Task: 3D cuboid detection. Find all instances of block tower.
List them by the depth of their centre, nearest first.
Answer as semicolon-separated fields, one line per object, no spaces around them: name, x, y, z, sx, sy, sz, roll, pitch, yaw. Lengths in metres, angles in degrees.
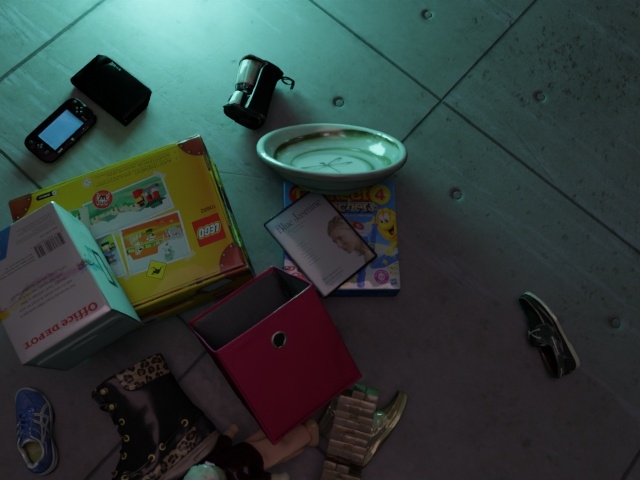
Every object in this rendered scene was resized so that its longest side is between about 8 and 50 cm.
block tower;0.057;0.506;1.353;0.090;0.097;0.336;13;88;9

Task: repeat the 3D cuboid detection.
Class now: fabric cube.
fabric cube;-0.108;0.248;1.341;0.254;0.259;0.258;-33;109;-17

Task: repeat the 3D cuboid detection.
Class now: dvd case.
dvd case;0.000;0.000;1.516;0.180;0.022;0.253;-38;77;-15

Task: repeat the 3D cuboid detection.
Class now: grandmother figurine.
grandmother figurine;-0.151;0.483;1.288;0.342;0.207;0.104;-15;110;-45

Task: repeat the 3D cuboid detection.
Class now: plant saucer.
plant saucer;0.030;-0.209;1.570;0.399;0.101;0.401;1;29;-1

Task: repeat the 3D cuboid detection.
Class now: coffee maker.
coffee maker;-0.175;-0.418;1.685;0.171;0.120;0.178;14;72;0

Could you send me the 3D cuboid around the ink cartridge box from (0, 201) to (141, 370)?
ink cartridge box;-0.548;0.104;1.229;0.198;0.197;0.270;-32;76;-8

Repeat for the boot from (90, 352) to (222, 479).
boot;-0.447;0.467;1.358;0.377;0.138;0.284;-32;77;-17

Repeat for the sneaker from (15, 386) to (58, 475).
sneaker;-0.673;0.444;1.380;0.080;0.081;0.211;-23;73;-9

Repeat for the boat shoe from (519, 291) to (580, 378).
boat shoe;0.585;0.245;1.535;0.079;0.084;0.233;-24;78;-12

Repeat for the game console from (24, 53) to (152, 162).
game console;-0.669;-0.360;1.671;0.213;0.044;0.361;37;73;8

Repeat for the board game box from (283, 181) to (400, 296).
board game box;0.051;-0.004;1.579;0.307;0.086;0.302;0;72;-4

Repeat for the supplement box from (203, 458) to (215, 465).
supplement box;-0.266;0.626;1.322;0.073;0.130;0.240;19;72;2

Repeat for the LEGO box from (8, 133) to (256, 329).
LEGO box;-0.457;0.010;1.460;0.499;0.193;0.373;-20;74;-4

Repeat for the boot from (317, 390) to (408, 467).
boot;0.100;0.425;1.442;0.165;0.077;0.213;36;80;8
